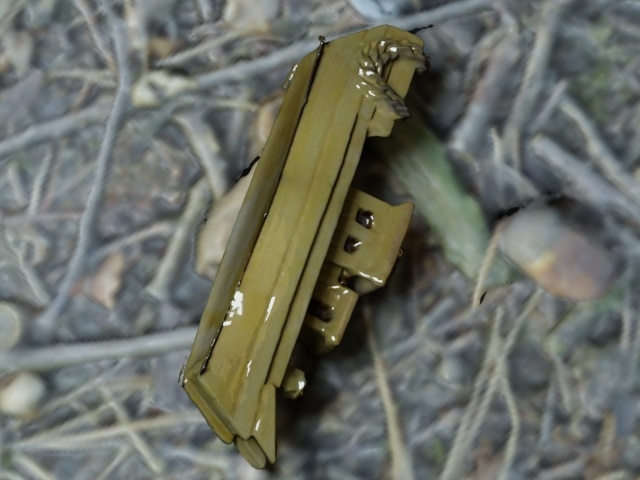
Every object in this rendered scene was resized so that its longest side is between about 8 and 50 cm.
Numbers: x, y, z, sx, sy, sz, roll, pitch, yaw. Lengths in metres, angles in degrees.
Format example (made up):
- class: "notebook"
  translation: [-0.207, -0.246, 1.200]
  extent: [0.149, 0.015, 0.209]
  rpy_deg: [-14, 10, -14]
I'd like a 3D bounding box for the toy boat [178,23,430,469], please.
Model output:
- class: "toy boat"
  translation: [0.000, 0.000, 0.864]
  extent: [0.072, 0.064, 0.206]
  rpy_deg: [24, 71, -14]
